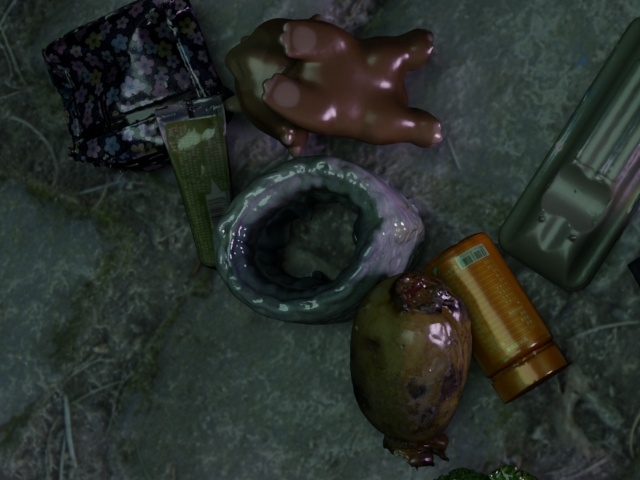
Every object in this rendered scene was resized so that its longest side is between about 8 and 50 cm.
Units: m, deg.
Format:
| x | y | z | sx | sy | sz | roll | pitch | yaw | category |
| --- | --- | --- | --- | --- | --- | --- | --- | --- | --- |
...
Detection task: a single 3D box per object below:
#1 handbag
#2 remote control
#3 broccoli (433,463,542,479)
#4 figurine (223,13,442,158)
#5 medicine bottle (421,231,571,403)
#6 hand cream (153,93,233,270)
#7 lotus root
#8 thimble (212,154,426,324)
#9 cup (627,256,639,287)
| x | y | z | sx | sy | sz | roll | pitch | yaw | category |
| --- | --- | --- | --- | --- | --- | --- | --- | --- | --- |
| -0.229 | -0.197 | 1.990 | 0.229 | 0.127 | 0.207 | -21 | 88 | 13 | handbag |
| 0.346 | -0.104 | 1.848 | 0.128 | 0.065 | 0.335 | 33 | 95 | 13 | remote control |
| 0.188 | 0.394 | 1.782 | 0.261 | 0.242 | 0.269 | -57 | 44 | 25 | broccoli |
| 0.004 | -0.190 | 1.911 | 0.247 | 0.173 | 0.177 | -4 | 88 | -15 | figurine |
| 0.210 | 0.092 | 1.857 | 0.096 | 0.096 | 0.192 | -35 | 77 | 11 | medicine bottle |
| -0.143 | -0.067 | 1.948 | 0.086 | 0.055 | 0.235 | -13 | 112 | -4 | hand cream |
| 0.105 | 0.161 | 1.829 | 0.154 | 0.154 | 0.278 | 9 | 129 | 17 | lotus root |
| 0.000 | 0.000 | 1.885 | 0.250 | 0.172 | 0.204 | -9 | 82 | 17 | thimble |
| 0.453 | 0.057 | 1.781 | 0.150 | 0.113 | 0.138 | -28 | 81 | 14 | cup |
